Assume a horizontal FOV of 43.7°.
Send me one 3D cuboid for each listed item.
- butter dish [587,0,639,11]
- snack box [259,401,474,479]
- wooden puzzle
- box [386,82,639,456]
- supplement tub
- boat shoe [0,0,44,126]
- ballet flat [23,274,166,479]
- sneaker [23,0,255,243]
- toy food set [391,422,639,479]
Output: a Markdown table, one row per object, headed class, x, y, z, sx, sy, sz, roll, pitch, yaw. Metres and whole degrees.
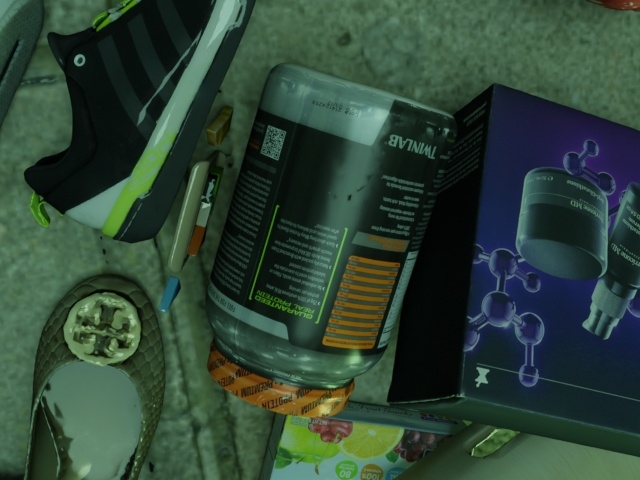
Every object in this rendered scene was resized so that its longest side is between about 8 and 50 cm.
| class | x | y | z | sx | sy | sz | roll | pitch | yaw |
| --- | --- | --- | --- | --- | --- | --- | --- | --- | --- |
| butter dish | 0.187 | -0.190 | 0.468 | 0.160 | 0.160 | 0.118 | -31 | 131 | -3 |
| snack box | 0.030 | 0.169 | 0.569 | 0.141 | 0.037 | 0.100 | 11 | 103 | -14 |
| wooden puzzle | -0.071 | -0.020 | 0.481 | 0.014 | 0.078 | 0.116 | 17 | 108 | -1 |
| box | 0.190 | 0.036 | 0.498 | 0.261 | 0.103 | 0.184 | 14 | 75 | -15 |
| supplement tub | 0.000 | 0.000 | 0.478 | 0.117 | 0.117 | 0.190 | 15 | 101 | -15 |
| boat shoe | -0.272 | -0.013 | 0.425 | 0.119 | 0.121 | 0.335 | 26 | 82 | -4 |
| ballet flat | -0.150 | 0.144 | 0.488 | 0.084 | 0.058 | 0.250 | 13 | 84 | -10 |
| sneaker | -0.102 | -0.107 | 0.447 | 0.097 | 0.084 | 0.234 | 21 | 99 | -15 |
| toy food set | 0.188 | 0.256 | 0.554 | 0.220 | 0.092 | 0.306 | -28 | 91 | -22 |
